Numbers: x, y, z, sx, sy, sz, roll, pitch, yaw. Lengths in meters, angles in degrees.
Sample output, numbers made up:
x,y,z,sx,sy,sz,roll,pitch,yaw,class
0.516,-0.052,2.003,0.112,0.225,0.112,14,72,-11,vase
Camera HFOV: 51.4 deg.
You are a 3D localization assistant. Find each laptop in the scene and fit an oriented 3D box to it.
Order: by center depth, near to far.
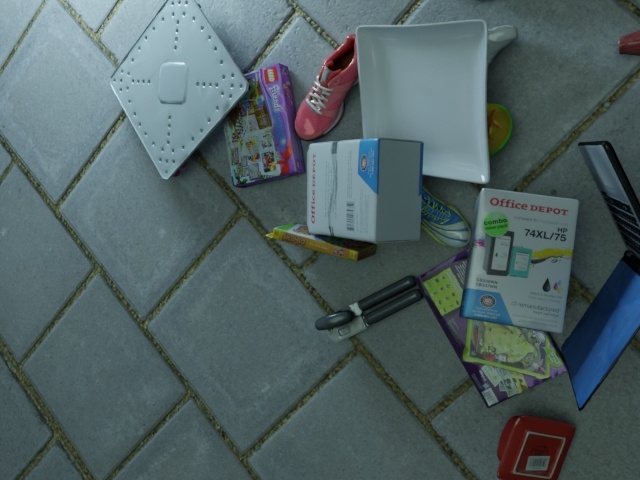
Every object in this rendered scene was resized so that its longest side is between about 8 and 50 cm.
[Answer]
x,y,z,sx,sy,sz,roll,pitch,yaw,class
0.508,0.041,1.290,0.236,0.382,0.408,-26,90,17,laptop

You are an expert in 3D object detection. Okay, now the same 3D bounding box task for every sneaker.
x,y,z,sx,sy,sz,roll,pitch,yaw,class
0.357,-0.407,1.537,0.232,0.090,0.115,-25,88,32,sneaker
0.246,-0.068,1.567,0.240,0.126,0.091,42,108,18,sneaker
0.020,-0.390,1.657,0.116,0.136,0.314,43,108,19,sneaker

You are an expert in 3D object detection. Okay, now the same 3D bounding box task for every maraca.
x,y,z,sx,sy,sz,roll,pitch,yaw,class
0.354,-0.242,1.529,0.185,0.099,0.127,-24,65,34,maraca

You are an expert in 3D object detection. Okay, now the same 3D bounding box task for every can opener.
x,y,z,sx,sy,sz,roll,pitch,yaw,class
0.121,0.176,1.658,0.280,0.093,0.074,-28,79,18,can opener

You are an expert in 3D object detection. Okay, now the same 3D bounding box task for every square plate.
x,y,z,sx,sy,sz,roll,pitch,yaw,class
0.234,-0.315,1.505,0.347,0.049,0.344,13,118,41,square plate

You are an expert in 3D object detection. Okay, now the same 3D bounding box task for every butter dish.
x,y,z,sx,sy,sz,roll,pitch,yaw,class
0.462,0.454,1.496,0.160,0.118,0.160,14,99,-18,butter dish

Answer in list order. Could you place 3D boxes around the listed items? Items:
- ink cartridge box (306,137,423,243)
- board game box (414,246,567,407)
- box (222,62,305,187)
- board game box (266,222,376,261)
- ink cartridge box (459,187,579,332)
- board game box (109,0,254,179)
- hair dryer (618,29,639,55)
x,y,z,sx,sy,sz,roll,pitch,yaw,class
0.095,-0.118,1.549,0.307,0.129,0.223,10,101,60,ink cartridge box
0.394,0.189,1.552,0.208,0.056,0.347,-34,78,26,board game box
-0.161,-0.304,1.786,0.200,0.057,0.293,-10,87,26,box
0.000,0.000,1.683,0.259,0.124,0.039,13,103,24,board game box
0.414,0.046,1.413,0.198,0.197,0.270,8,85,10,ink cartridge box
-0.396,-0.436,1.856,0.390,0.050,0.390,-41,71,28,board game box
0.742,-0.348,1.355,0.293,0.080,0.224,41,108,19,hair dryer
